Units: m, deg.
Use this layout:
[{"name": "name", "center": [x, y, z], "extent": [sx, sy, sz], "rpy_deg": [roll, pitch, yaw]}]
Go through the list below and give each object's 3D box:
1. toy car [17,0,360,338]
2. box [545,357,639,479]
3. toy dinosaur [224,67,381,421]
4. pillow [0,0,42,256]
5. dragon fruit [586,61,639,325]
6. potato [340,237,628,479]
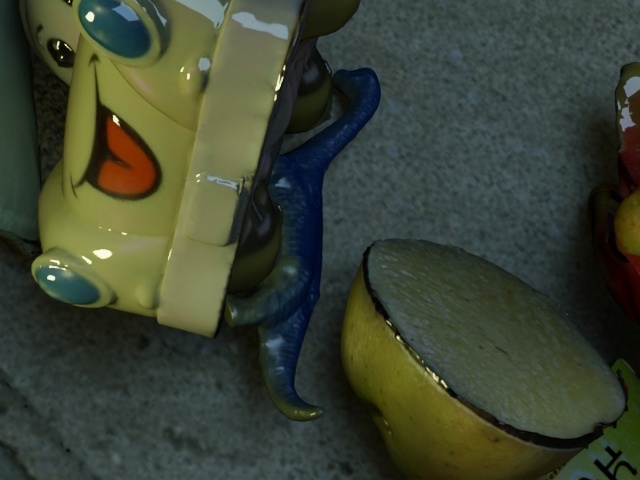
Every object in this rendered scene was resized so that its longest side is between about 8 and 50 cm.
[{"name": "toy car", "center": [-0.091, -0.141, 1.088], "extent": [0.226, 0.242, 0.336], "rpy_deg": [18, 41, 1]}, {"name": "box", "center": [0.168, 0.226, 1.194], "extent": [0.175, 0.062, 0.260], "rpy_deg": [46, 62, 0]}, {"name": "toy dinosaur", "center": [0.000, 0.000, 1.201], "extent": [0.188, 0.075, 0.248], "rpy_deg": [-16, 60, -22]}, {"name": "pillow", "center": [-0.287, -0.159, 1.093], "extent": [0.310, 0.119, 0.312], "rpy_deg": [14, 61, -45]}, {"name": "dragon fruit", "center": [0.297, 0.011, 1.219], "extent": [0.243, 0.227, 0.307], "rpy_deg": [21, 27, -4]}, {"name": "potato", "center": [0.085, 0.099, 1.165], "extent": [0.182, 0.117, 0.202], "rpy_deg": [13, 29, -38]}]
